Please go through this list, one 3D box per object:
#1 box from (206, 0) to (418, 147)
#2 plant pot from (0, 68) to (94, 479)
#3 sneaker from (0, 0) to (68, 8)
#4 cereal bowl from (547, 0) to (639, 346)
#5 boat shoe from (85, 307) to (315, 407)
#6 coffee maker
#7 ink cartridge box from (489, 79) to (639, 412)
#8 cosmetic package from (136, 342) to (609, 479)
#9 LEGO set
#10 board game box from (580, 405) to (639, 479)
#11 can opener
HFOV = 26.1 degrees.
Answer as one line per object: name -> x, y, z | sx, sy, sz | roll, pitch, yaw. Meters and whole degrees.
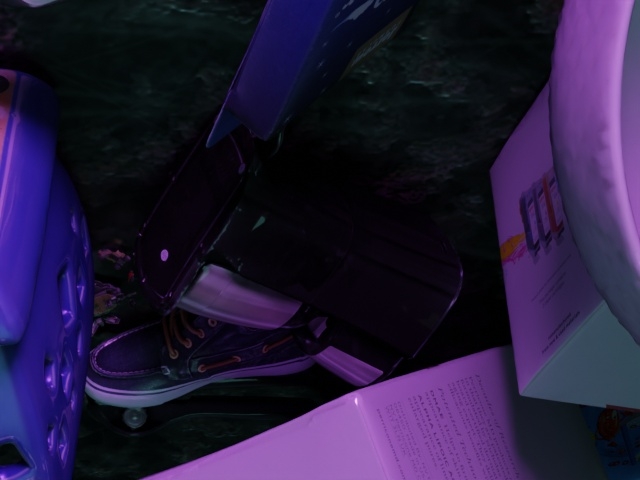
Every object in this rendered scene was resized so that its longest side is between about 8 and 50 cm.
box -> 0.022, -0.137, 0.692 | 0.036, 0.136, 0.225 | 40, 139, 8
plant pot -> -0.257, 0.026, 0.800 | 0.235, 0.236, 0.212 | 2, 134, -5
sneaker -> -0.089, -0.208, 0.636 | 0.228, 0.086, 0.132 | -26, 134, 11
cereal bowl -> 0.257, -0.070, 0.694 | 0.339, 0.339, 0.141 | 12, -179, -19
boat shoe -> -0.091, 0.064, 1.001 | 0.183, 0.065, 0.083 | -11, 141, -1
coffee maker -> 0.000, 0.000, 0.873 | 0.178, 0.120, 0.171 | 23, 135, -31
ink cartridge box -> 0.192, -0.003, 0.840 | 0.128, 0.176, 0.127 | 10, 144, -16
cosmetic package -> 0.041, 0.181, 0.941 | 0.217, 0.156, 0.385 | -24, 173, 22
LEGO set -> -0.154, 0.033, 0.989 | 0.054, 0.023, 0.083 | 24, 121, -35
board game box -> 0.292, 0.250, 1.251 | 0.302, 0.086, 0.308 | -20, 140, 20
can opener -> -0.092, 0.118, 1.084 | 0.186, 0.073, 0.059 | -5, 104, -4
